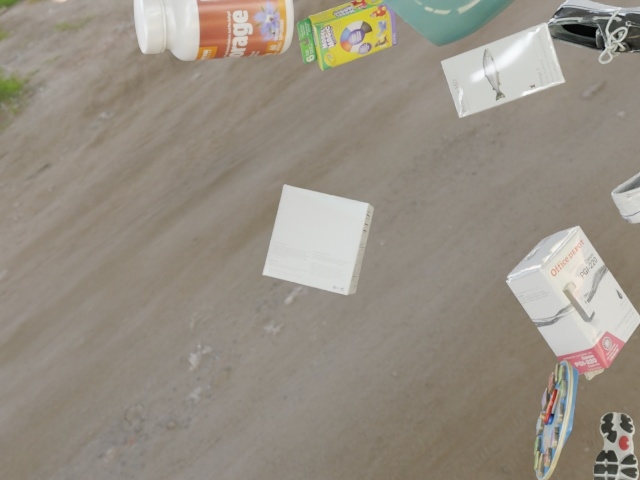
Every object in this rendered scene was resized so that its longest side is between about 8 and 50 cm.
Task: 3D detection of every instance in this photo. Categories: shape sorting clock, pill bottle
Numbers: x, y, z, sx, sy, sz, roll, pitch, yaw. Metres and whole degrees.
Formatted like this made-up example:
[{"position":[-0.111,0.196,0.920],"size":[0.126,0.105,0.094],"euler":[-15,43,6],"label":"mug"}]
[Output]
[{"position":[0.391,0.303,1.366],"size":[0.040,0.206,0.206],"euler":[16,45,11],"label":"shape sorting clock"},{"position":[-0.157,-0.327,1.188],"size":[0.216,0.121,0.121],"euler":[-9,23,-20],"label":"pill bottle"}]

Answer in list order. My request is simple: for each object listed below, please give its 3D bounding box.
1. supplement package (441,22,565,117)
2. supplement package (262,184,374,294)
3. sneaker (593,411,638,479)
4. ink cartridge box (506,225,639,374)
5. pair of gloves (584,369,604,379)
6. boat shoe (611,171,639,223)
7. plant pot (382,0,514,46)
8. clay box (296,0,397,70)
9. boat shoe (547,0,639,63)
[{"position":[0.309,-0.285,1.367],"size":[0.179,0.105,0.105],"euler":[-18,6,18],"label":"supplement package"},{"position":[0.000,0.000,1.793],"size":[0.194,0.203,0.149],"euler":[13,0,9],"label":"supplement package"},{"position":[0.489,0.363,1.318],"size":[0.068,0.071,0.170],"euler":[-2,40,29],"label":"sneaker"},{"position":[0.456,0.107,1.453],"size":[0.158,0.218,0.092],"euler":[-39,4,-37],"label":"ink cartridge box"},{"position":[0.599,0.181,1.820],"size":[0.042,0.240,0.204],"euler":[-15,11,44],"label":"pair of gloves"},{"position":[0.721,-0.145,1.652],"size":[0.267,0.088,0.096],"euler":[-35,19,17],"label":"boat shoe"},{"position":[0.210,-0.478,1.375],"size":[0.235,0.293,0.293],"euler":[-48,24,18],"label":"plant pot"},{"position":[0.063,-0.477,1.859],"size":[0.222,0.127,0.053],"euler":[-22,52,-7],"label":"clay box"},{"position":[0.630,-0.445,1.735],"size":[0.306,0.113,0.105],"euler":[28,63,33],"label":"boat shoe"}]
